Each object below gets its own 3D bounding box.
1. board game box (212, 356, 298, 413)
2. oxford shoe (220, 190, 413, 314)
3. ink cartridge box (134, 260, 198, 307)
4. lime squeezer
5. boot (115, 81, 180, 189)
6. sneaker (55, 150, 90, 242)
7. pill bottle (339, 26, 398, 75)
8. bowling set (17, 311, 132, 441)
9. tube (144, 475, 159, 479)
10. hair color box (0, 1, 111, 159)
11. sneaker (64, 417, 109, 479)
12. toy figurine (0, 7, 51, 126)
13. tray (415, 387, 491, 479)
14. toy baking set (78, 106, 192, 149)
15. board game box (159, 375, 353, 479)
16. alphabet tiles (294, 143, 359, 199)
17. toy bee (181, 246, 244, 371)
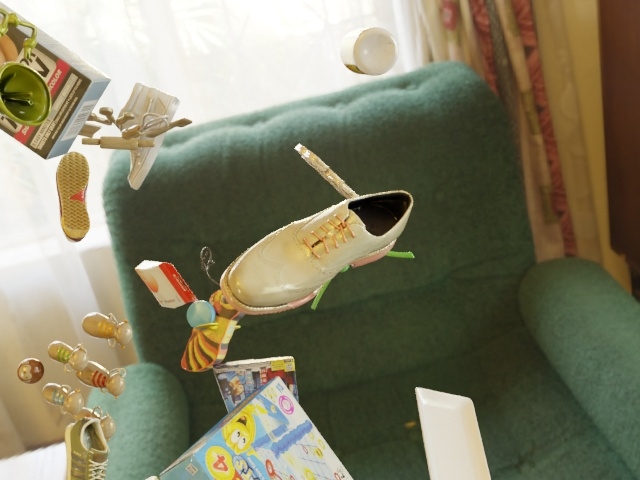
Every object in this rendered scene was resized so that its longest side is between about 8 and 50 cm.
[{"bbox_3d":[-0.153,0.384,1.819,0.194,0.194,0.060,-5,1,-9],"label":"board game box"},{"bbox_3d":[0.000,0.000,1.329,0.397,0.140,0.146,-29,-16,-36],"label":"oxford shoe"},{"bbox_3d":[-0.426,0.127,2.108,0.045,0.145,0.179,-43,25,-26],"label":"ink cartridge box"},{"bbox_3d":[0.090,0.069,2.066,0.310,0.110,0.059,-28,16,2],"label":"lime squeezer"},{"bbox_3d":[-0.441,-0.254,1.827,0.123,0.258,0.095,24,21,-14],"label":"boot"},{"bbox_3d":[-0.508,-0.087,1.549,0.069,0.185,0.084,3,-15,-26],"label":"sneaker"},{"bbox_3d":[0.118,-0.484,1.946,0.117,0.117,0.215,-16,16,-6],"label":"pill bottle"},{"bbox_3d":[-0.525,0.302,1.621,0.154,0.287,0.200,9,8,40],"label":"bowling set"},{"bbox_3d":[-0.263,0.554,1.451,0.070,0.240,0.062,-36,16,-4],"label":"tube"},{"bbox_3d":[-0.616,-0.339,1.446,0.185,0.374,0.113,-54,4,13],"label":"hair color box"},{"bbox_3d":[-0.462,0.448,1.527,0.086,0.192,0.064,-31,-26,30],"label":"sneaker"},{"bbox_3d":[-0.579,-0.247,1.068,0.217,0.191,0.362,-13,-4,14],"label":"toy figurine"},{"bbox_3d":[0.271,0.434,1.564,0.145,0.030,0.270,14,42,-18],"label":"tray"},{"bbox_3d":[-0.418,-0.239,1.662,0.256,0.030,0.197,1,-12,-21],"label":"toy baking set"},{"bbox_3d":[-0.075,0.427,1.276,0.086,0.308,0.302,-37,-2,26],"label":"board game box"},{"bbox_3d":[0.053,-0.137,1.921,0.021,0.284,0.278,-47,27,2],"label":"alphabet tiles"},{"bbox_3d":[-0.243,0.184,1.865,0.162,0.298,0.195,7,14,16],"label":"toy bee"}]
